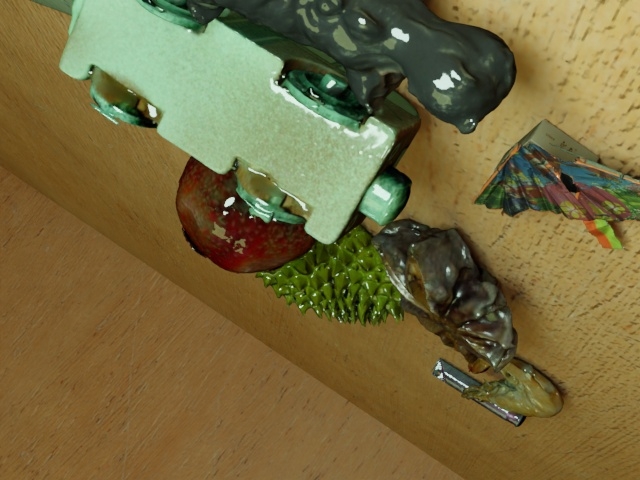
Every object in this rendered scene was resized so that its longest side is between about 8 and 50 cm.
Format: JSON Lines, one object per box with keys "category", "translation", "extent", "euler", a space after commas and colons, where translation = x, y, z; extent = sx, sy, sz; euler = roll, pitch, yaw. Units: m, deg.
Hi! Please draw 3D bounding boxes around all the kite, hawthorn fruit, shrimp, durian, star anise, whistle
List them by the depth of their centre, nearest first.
{"category": "kite", "translation": [0.205, -0.028, 0.653], "extent": [0.241, 0.014, 0.183], "euler": [9, 162, 40]}
{"category": "star anise", "translation": [0.151, 0.059, 0.988], "extent": [0.214, 0.099, 0.220], "euler": [50, 170, 0]}
{"category": "hawthorn fruit", "translation": [-0.076, -0.041, 1.007], "extent": [0.181, 0.181, 0.235], "euler": [35, 166, 1]}
{"category": "durian", "translation": [0.003, 0.007, 1.194], "extent": [0.355, 0.157, 0.169], "euler": [40, -159, -16]}
{"category": "shrimp", "translation": [0.271, 0.215, 1.280], "extent": [0.133, 0.053, 0.236], "euler": [37, 163, -12]}
{"category": "whistle", "translation": [0.272, 0.262, 1.467], "extent": [0.177, 0.033, 0.033], "euler": [31, 165, 17]}

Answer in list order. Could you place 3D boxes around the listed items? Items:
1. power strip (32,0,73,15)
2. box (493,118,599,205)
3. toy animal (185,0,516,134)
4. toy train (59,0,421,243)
{"category": "power strip", "translation": [-0.252, -0.278, 0.905], "extent": [0.288, 0.053, 0.093], "euler": [26, 163, 35]}
{"category": "box", "translation": [0.177, -0.060, 0.674], "extent": [0.053, 0.024, 0.083], "euler": [34, 167, 1]}
{"category": "toy animal", "translation": [-0.030, -0.191, 0.570], "extent": [0.343, 0.106, 0.168], "euler": [36, 169, -11]}
{"category": "toy train", "translation": [-0.059, -0.122, 0.726], "extent": [0.326, 0.129, 0.159], "euler": [33, -154, 8]}
